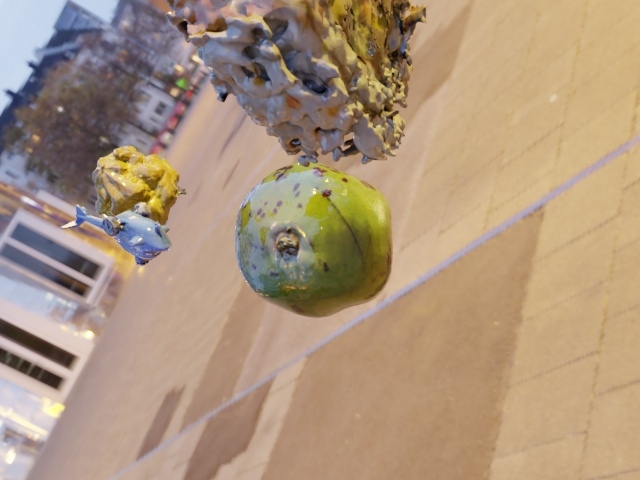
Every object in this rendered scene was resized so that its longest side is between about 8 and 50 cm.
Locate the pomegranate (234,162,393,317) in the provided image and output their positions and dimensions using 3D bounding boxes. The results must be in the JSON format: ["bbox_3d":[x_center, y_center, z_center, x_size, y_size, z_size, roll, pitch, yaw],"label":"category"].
[{"bbox_3d":[0.000,0.000,1.354,0.254,0.254,0.270,-59,-23,9],"label":"pomegranate"}]

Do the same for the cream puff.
[{"bbox_3d":[-0.318,-0.079,1.455,0.156,0.156,0.121,-54,17,28],"label":"cream puff"}]

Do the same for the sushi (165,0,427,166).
[{"bbox_3d":[-0.016,-0.273,0.949,0.176,0.417,0.417,-10,43,31],"label":"sushi"}]

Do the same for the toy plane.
[{"bbox_3d":[-0.222,-0.009,0.956,0.054,0.167,0.062,-30,-53,-43],"label":"toy plane"}]
